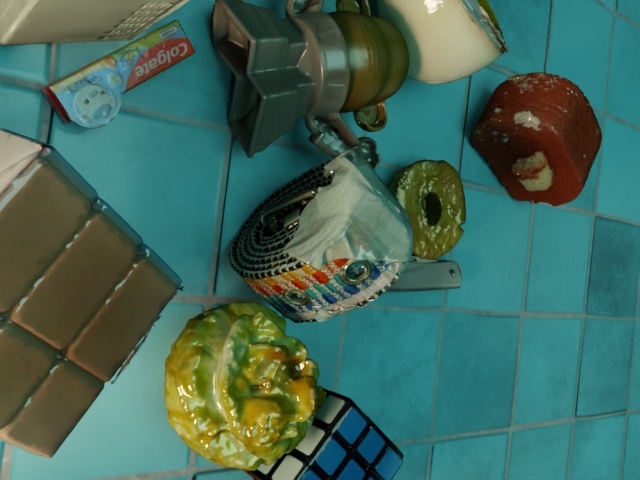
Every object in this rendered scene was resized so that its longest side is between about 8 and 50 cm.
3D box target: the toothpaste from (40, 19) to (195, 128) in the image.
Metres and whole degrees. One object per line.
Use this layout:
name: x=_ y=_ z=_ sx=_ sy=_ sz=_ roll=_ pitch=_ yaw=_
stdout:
toothpaste: x=-0.248 y=-0.208 z=0.781 sx=0.193 sy=0.044 sz=0.070 roll=-40 pitch=116 yaw=-27

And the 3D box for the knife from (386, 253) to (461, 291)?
knife: x=0.158 y=0.057 z=1.095 sx=0.266 sy=0.041 sz=0.073 roll=5 pitch=82 yaw=-36

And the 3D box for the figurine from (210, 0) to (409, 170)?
figurine: x=0.005 y=-0.254 z=0.890 sx=0.285 sy=0.167 sz=0.342 roll=-18 pitch=125 yaw=-26

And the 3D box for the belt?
belt: x=0.000 y=0.000 z=0.845 sx=0.150 sy=0.257 sz=0.207 roll=45 pitch=40 yaw=-30

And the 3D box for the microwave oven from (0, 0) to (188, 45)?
microwave oven: x=-0.260 y=-0.381 z=0.642 sx=0.181 sy=0.237 sz=0.295 roll=-16 pitch=100 yaw=-35

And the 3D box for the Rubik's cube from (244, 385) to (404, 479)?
Rubik's cube: x=-0.002 y=0.327 z=0.918 sx=0.162 sy=0.163 sz=0.160 roll=-51 pitch=119 yaw=-24

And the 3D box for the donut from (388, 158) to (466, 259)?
donut: x=0.183 y=-0.056 z=1.095 sx=0.162 sy=0.065 sz=0.178 roll=3 pitch=92 yaw=-31

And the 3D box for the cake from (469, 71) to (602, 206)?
cake: x=0.432 y=-0.194 z=1.198 sx=0.283 sy=0.177 sz=0.151 roll=45 pitch=67 yaw=-30

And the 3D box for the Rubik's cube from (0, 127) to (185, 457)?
Rubik's cube: x=-0.321 y=0.038 z=0.596 sx=0.221 sy=0.231 sz=0.224 roll=-57 pitch=144 yaw=-21

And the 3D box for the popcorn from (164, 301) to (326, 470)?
popcorn: x=-0.108 y=0.195 z=0.823 sx=0.204 sy=0.184 sz=0.221 roll=-33 pitch=98 yaw=-27

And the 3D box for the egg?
egg: x=0.171 y=-0.388 z=1.004 sx=0.264 sy=0.174 sz=0.286 roll=-2 pitch=68 yaw=-61
